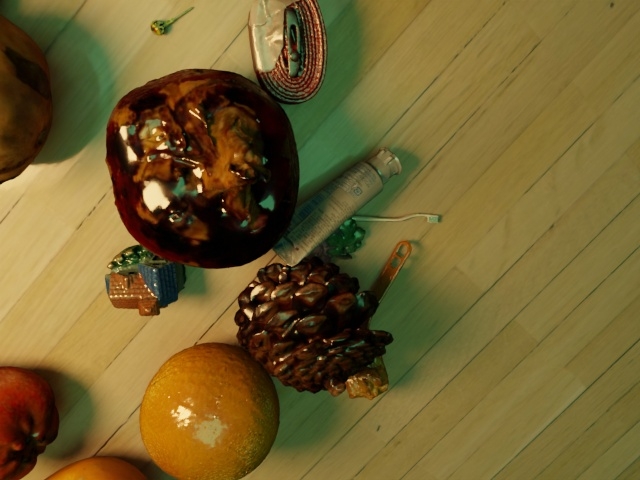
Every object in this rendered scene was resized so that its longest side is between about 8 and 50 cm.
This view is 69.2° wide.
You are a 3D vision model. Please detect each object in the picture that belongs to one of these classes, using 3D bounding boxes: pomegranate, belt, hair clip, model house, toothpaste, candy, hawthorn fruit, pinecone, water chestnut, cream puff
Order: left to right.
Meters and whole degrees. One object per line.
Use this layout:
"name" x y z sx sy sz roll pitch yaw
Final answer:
"pomegranate" -0.544 -0.214 0.689 0.282 0.281 0.280 -3 107 -9
"hawthorn fruit" -0.643 0.335 0.881 0.261 0.224 0.224 26 102 7
"model house" -0.332 0.080 0.874 0.149 0.148 0.119 -1 106 -12
"candy" -0.260 -0.388 0.811 0.083 0.025 0.023 -37 138 -6
"water chestnut" -0.175 -0.111 0.748 0.336 0.347 0.334 -3 100 -16
"belt" -0.056 -0.339 0.805 0.128 0.124 0.200 -9 109 -9
"pinecone" -0.019 0.157 0.885 0.242 0.296 0.298 -55 143 -4
"hair clip" 0.000 -0.002 0.965 0.196 0.052 0.124 -3 126 -16
"toothpaste" 0.027 -0.070 0.892 0.299 0.114 0.073 -38 145 -13
"cream puff" 0.097 0.292 1.032 0.122 0.116 0.094 -48 131 -22

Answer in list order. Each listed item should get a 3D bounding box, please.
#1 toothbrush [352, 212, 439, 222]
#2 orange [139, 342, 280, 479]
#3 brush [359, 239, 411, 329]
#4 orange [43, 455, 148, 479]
"toothbrush" 0.156 -0.048 0.988 0.204 0.017 0.022 0 88 -10
"orange" -0.211 0.338 0.916 0.275 0.274 0.274 -3 107 -9
"brush" 0.114 0.137 1.010 0.017 0.090 0.314 25 96 -42
"orange" -0.477 0.605 0.935 0.313 0.312 0.311 -3 107 -9
